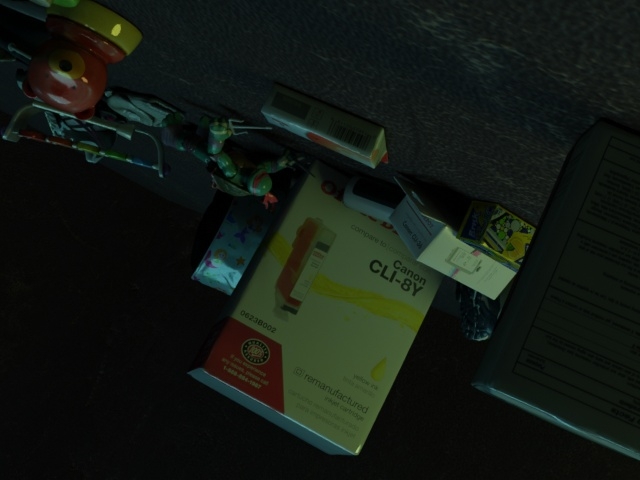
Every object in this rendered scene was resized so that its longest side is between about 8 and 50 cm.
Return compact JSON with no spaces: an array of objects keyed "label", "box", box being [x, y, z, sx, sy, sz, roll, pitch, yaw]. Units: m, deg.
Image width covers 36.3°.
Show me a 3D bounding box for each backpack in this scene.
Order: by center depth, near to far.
[{"label":"backpack","box":[-0.132,-0.011,1.763,0.191,0.225,0.253,30,-162,-5]}]

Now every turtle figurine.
[{"label":"turtle figurine","box":[-0.132,-0.130,1.506,0.234,0.118,0.175,28,178,34]}]

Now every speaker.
[{"label":"speaker","box":[0.105,-0.054,1.468,0.136,0.055,0.055,22,175,28]}]

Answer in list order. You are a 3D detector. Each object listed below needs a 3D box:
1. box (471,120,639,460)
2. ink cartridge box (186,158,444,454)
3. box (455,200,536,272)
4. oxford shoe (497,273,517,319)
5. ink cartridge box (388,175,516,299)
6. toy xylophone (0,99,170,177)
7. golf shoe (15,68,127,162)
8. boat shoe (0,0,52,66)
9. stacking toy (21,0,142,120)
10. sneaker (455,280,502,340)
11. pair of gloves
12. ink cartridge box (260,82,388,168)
[{"label":"box","box":[0.239,0.045,0.801,0.148,0.232,0.127,24,175,5]},{"label":"ink cartridge box","box":[0.007,0.107,1.556,0.279,0.385,0.160,30,163,-6]},{"label":"box","box":[0.266,0.008,1.316,0.168,0.059,0.054,27,175,-31]},{"label":"oxford shoe","box":[0.450,0.141,1.503,0.449,0.130,0.169,23,139,-28]},{"label":"ink cartridge box","box":[0.173,-0.005,1.367,0.198,0.067,0.115,27,-161,-32]},{"label":"toy xylophone","box":[-0.435,-0.193,1.822,0.322,0.081,0.236,14,-179,1]},{"label":"golf shoe","box":[-0.507,-0.251,1.960,0.105,0.120,0.273,22,174,40]},{"label":"boat shoe","box":[-0.449,-0.292,1.353,0.302,0.091,0.114,21,174,32]},{"label":"stacking toy","box":[-0.385,-0.264,1.114,0.308,0.130,0.279,23,176,3]},{"label":"sneaker","box":[0.289,0.080,1.581,0.122,0.110,0.283,4,-162,4]},{"label":"pair of gloves","box":[-0.270,-0.203,1.761,0.204,0.042,0.240,19,173,47]},{"label":"ink cartridge box","box":[0.009,-0.127,1.207,0.145,0.045,0.179,24,173,9]}]
